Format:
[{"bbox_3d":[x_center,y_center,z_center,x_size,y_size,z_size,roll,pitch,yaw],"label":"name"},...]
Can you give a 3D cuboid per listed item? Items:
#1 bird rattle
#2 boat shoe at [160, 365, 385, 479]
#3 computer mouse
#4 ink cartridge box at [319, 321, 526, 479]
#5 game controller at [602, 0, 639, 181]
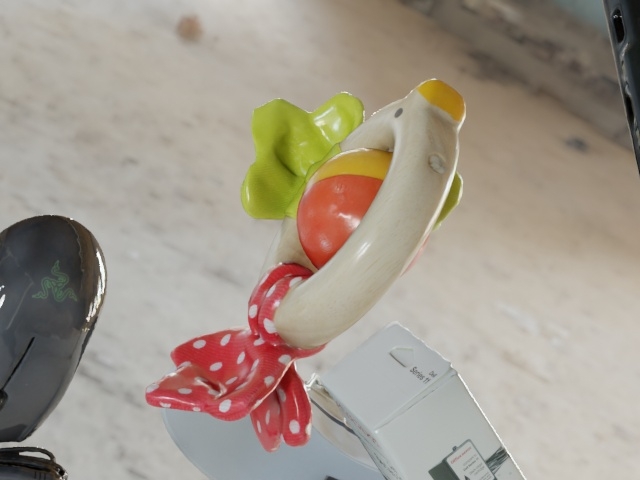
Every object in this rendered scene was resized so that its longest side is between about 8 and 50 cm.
[{"bbox_3d":[0.000,0.000,1.090,0.143,0.207,0.253,40,48,-10],"label":"bird rattle"},{"bbox_3d":[0.001,0.204,1.930,0.367,0.136,0.156,25,23,-11],"label":"boat shoe"},{"bbox_3d":[-0.267,0.110,1.607,0.188,0.272,0.072,19,12,-22],"label":"computer mouse"},{"bbox_3d":[0.102,0.187,1.515,0.208,0.087,0.153,58,-8,-20],"label":"ink cartridge box"},{"bbox_3d":[0.231,-0.073,0.881,0.166,0.067,0.319,-10,55,8],"label":"game controller"}]
